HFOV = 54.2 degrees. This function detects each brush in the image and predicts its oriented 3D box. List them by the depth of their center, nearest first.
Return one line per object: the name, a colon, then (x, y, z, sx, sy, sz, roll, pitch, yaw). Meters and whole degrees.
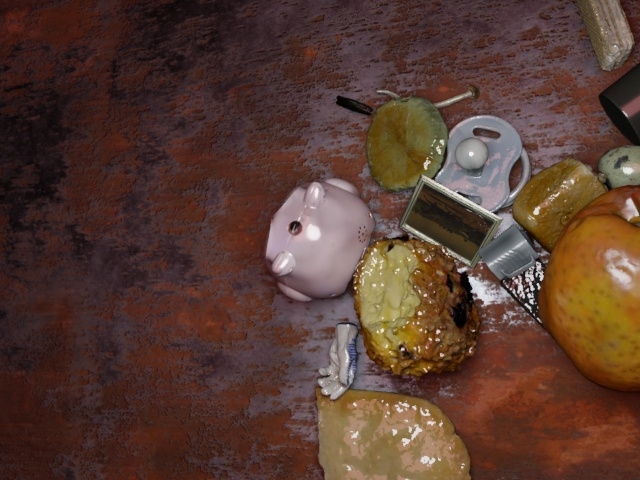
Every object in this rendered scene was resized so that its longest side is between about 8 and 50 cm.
brush: (0.594, 0.141, 1.692, 0.123, 0.059, 0.197, -44, 71, 7)

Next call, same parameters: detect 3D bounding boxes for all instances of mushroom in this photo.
mushroom: (0.316, -0.424, 1.868, 0.307, 0.043, 0.068, 0, 65, 17)

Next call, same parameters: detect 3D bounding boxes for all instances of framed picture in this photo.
framed picture: (0.354, -0.048, 1.740, 0.252, 0.014, 0.197, 31, 132, 14)

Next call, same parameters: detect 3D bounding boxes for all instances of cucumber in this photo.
cucumber: (0.104, -0.416, 1.928, 0.135, 0.034, 0.033, 24, 94, 18)

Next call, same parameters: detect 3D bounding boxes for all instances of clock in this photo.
clock: (0.000, 0.000, 1.723, 0.251, 0.377, 0.368, 25, 90, 14)

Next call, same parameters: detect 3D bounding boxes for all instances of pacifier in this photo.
pacifier: (0.433, -0.211, 1.696, 0.244, 0.233, 0.299, 14, 87, 26)

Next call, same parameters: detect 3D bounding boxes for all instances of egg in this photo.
egg: (0.816, -0.182, 1.631, 0.182, 0.141, 0.141, 16, 87, 9)

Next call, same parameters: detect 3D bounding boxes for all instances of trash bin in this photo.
trash bin: (0.912, -0.413, 1.605, 0.334, 0.214, 0.214, -35, 74, 16)

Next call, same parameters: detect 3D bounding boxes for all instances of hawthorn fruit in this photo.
hawthorn fruit: (0.728, 0.097, 1.403, 0.472, 0.472, 0.471, -2, 81, 16)

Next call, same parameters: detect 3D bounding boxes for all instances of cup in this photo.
cup: (0.510, 0.041, 1.667, 0.129, 0.095, 0.128, -38, 38, 17)

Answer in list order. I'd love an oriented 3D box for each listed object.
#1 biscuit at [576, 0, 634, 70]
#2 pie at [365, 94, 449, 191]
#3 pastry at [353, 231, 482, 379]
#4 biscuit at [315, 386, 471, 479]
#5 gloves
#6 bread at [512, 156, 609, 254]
biscuit: (0.757, -0.684, 1.722, 0.079, 0.144, 0.425, -16, 79, 12)
pie: (0.242, -0.277, 1.806, 0.306, 0.071, 0.306, -12, 74, 48)
pastry: (0.266, 0.182, 1.653, 0.293, 0.337, 0.404, -31, 44, 27)
biscuit: (0.184, 0.634, 1.716, 0.447, 0.104, 0.428, 1, 82, 17)
gloves: (0.059, 0.343, 1.780, 0.097, 0.119, 0.229, 26, 66, -12)
bread: (0.641, -0.099, 1.647, 0.246, 0.176, 0.195, -43, 111, 12)
